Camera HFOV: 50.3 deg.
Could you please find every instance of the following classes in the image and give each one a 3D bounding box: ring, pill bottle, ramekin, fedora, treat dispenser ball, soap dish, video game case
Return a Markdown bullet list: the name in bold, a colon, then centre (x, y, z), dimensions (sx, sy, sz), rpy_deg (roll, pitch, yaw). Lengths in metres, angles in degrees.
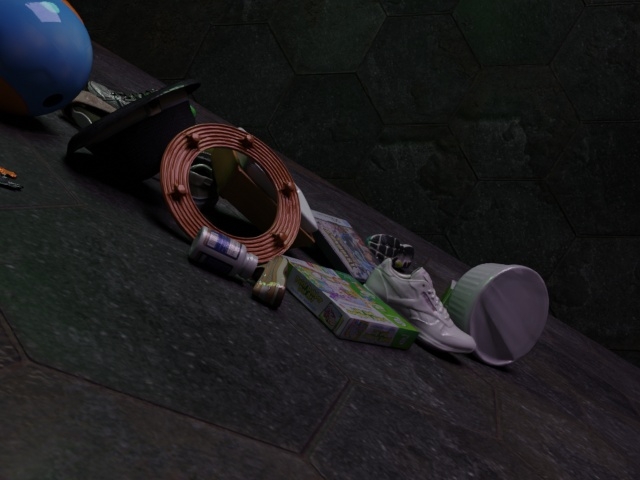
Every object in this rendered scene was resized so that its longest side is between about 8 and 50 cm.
- **ring**: centre (-0.178, -0.107, 1.449), dimensions (0.337, 0.032, 0.336), rpy_deg (20, 54, -30)
- **pill bottle**: centre (-0.181, 0.027, 1.281), dimensions (0.120, 0.067, 0.067), rpy_deg (27, 11, -18)
- **ramekin**: centre (0.455, 0.183, 1.793), dimensions (0.273, 0.272, 0.127), rpy_deg (24, 0, -32)
- **fedora**: centre (-0.381, -0.222, 1.506), dimensions (0.152, 0.334, 0.334), rpy_deg (62, 5, -12)
- **treat dispenser ball**: centre (-0.651, -0.417, 1.494), dimensions (0.288, 0.288, 0.288), rpy_deg (29, 10, -6)
- **soap dish**: centre (-0.145, -0.122, 1.689), dimensions (0.291, 0.118, 0.229), rpy_deg (44, 13, -36)
- **video game case**: centre (0.076, 0.029, 1.883), dimensions (0.248, 0.035, 0.275), rpy_deg (15, 34, -56)

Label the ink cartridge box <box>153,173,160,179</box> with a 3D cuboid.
- **ink cartridge box**: centre (-0.430, -0.219, 1.702), dimensions (0.143, 0.089, 0.092), rpy_deg (23, 12, -30)

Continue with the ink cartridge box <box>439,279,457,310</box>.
- **ink cartridge box**: centre (0.374, 0.168, 2.055), dimensions (0.255, 0.097, 0.189), rpy_deg (32, 11, 8)

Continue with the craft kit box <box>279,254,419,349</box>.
- **craft kit box**: centre (0.052, 0.134, 1.460), dimensions (0.250, 0.061, 0.247), rpy_deg (18, 18, -48)

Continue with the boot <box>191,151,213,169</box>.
- **boot**: centre (-0.284, -0.191, 1.993), dimensions (0.236, 0.085, 0.178), rpy_deg (26, 9, -20)

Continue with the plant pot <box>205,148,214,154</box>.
- **plant pot**: centre (-0.363, -0.283, 2.146), dimensions (0.095, 0.134, 0.134), rpy_deg (2, 15, -6)

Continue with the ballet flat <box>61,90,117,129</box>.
- **ballet flat**: centre (-0.530, -0.282, 1.767), dimensions (0.316, 0.107, 0.106), rpy_deg (26, 28, 6)

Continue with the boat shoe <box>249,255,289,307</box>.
- **boat shoe**: centre (-0.104, 0.067, 1.328), dimensions (0.072, 0.068, 0.190), rpy_deg (17, 12, -7)

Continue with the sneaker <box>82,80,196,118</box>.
- **sneaker**: centre (-0.539, -0.408, 2.051), dimensions (0.344, 0.146, 0.134), rpy_deg (16, 33, -28)

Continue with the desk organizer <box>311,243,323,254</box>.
- **desk organizer**: centre (0.000, 0.000, 1.968), dimensions (0.050, 0.047, 0.130), rpy_deg (27, 11, -28)

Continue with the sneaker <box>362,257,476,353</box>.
- **sneaker**: centre (0.245, 0.157, 1.603), dimensions (0.305, 0.152, 0.114), rpy_deg (32, 8, 1)

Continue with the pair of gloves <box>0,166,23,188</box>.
- **pair of gloves**: centre (-0.531, -0.109, 1.123), dimensions (0.074, 0.010, 0.083), rpy_deg (21, 15, -43)

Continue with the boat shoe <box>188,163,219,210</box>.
- **boat shoe**: centre (-0.294, -0.139, 1.682), dimensions (0.109, 0.094, 0.302), rpy_deg (29, 11, -8)

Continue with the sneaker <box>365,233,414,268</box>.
- **sneaker**: centre (0.215, 0.041, 2.301), dimensions (0.110, 0.107, 0.275), rpy_deg (14, -5, 33)
